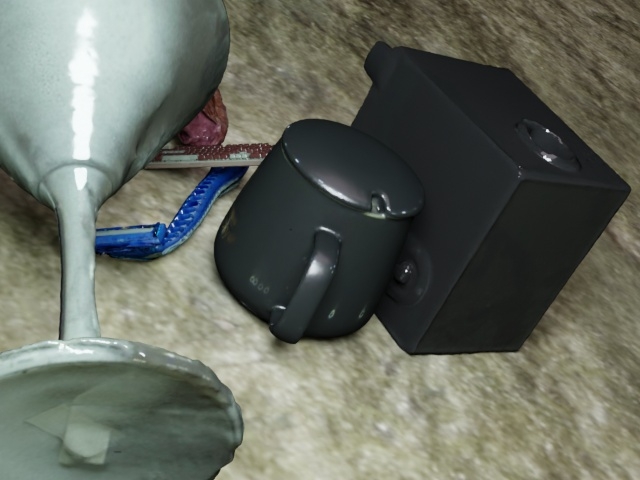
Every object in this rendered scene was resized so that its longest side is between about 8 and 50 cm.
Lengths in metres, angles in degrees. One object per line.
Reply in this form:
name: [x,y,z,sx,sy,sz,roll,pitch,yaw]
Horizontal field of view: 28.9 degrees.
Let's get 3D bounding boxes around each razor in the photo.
razor: [-0.133,-0.030,1.206,0.093,0.056,0.324,-3,16,19]

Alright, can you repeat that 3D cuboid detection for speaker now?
speaker: [0.136,-0.049,1.279,0.184,0.232,0.254,4,37,-40]

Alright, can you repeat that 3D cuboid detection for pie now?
pie: [-0.178,-0.195,1.340,0.218,0.054,0.204,42,16,-39]

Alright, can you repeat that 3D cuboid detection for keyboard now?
keyboard: [-0.103,-0.086,1.256,0.166,0.017,0.055,0,14,30]

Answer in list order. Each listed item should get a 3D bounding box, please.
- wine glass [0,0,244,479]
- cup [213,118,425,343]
wine glass: [-0.177,-0.015,0.897,0.267,0.267,0.406,13,45,-26]
cup: [0.000,0.000,1.138,0.169,0.176,0.223,26,27,-10]
